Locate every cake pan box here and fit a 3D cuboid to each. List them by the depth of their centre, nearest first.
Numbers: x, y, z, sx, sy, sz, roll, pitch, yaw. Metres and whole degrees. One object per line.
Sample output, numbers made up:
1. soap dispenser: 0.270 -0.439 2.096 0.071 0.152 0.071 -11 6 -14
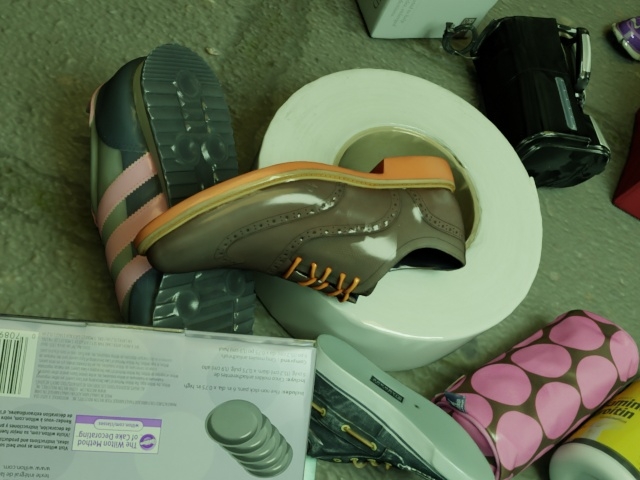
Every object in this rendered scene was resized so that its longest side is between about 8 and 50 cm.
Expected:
1. cake pan box: -0.145 0.178 0.477 0.266 0.070 0.246 6 83 -17

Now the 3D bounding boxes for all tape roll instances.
1. tape roll: 0.067 -0.023 0.685 0.286 0.100 0.286 8 61 -16

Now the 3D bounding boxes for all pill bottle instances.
1. pill bottle: 0.307 0.190 0.661 0.184 0.103 0.103 -28 76 -30

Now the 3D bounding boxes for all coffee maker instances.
1. coffee maker: 0.233 -0.156 0.819 0.171 0.120 0.178 -3 62 4

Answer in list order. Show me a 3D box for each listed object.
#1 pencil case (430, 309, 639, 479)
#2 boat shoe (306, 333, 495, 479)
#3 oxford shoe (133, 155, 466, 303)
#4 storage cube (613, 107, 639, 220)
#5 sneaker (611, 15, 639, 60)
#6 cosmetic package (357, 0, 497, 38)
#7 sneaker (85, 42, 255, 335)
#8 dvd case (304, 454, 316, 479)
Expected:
1. pencil case: 0.196 0.137 0.660 0.209 0.095 0.098 -22 36 -30
2. boat shoe: 0.049 0.163 0.586 0.183 0.083 0.065 37 20 11
3. oxford shoe: 0.000 0.000 0.538 0.271 0.097 0.098 -10 74 -24
4. storage cube: 0.495 -0.102 0.827 0.215 0.193 0.184 31 58 -4
5. sneaker: 0.480 -0.304 0.997 0.170 0.071 0.068 -18 71 -26
6. cosmetic package: 0.125 -0.363 0.850 0.151 0.151 0.184 -7 66 -23
7. sneaker: -0.138 0.005 0.608 0.112 0.131 0.319 4 79 -49
8. dvd case: -0.049 0.219 0.570 0.087 0.013 0.119 15 61 -12
